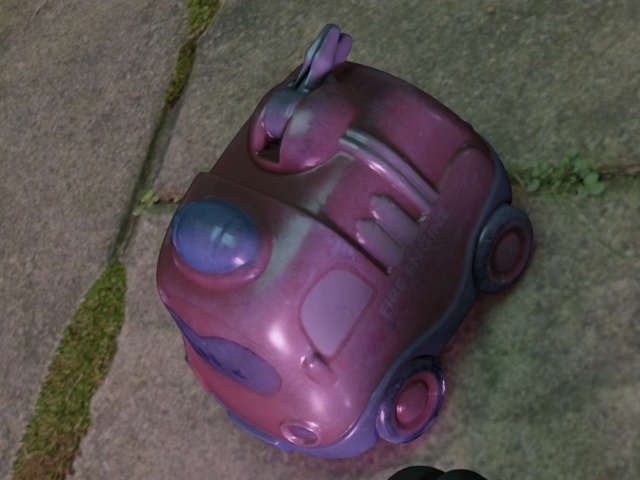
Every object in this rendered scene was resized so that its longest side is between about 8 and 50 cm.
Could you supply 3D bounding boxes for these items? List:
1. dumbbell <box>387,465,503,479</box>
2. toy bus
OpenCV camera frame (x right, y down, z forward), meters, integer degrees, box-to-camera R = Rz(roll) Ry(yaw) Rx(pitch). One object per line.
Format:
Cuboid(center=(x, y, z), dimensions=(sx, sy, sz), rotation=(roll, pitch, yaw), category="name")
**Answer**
Cuboid(center=(0.201, 0.178, 0.784), dimensions=(0.406, 0.179, 0.179), rotation=(-21, 52, 21), category="dumbbell")
Cuboid(center=(0.000, 0.000, 1.000), dimensions=(0.197, 0.232, 0.294), rotation=(25, 76, 41), category="toy bus")
